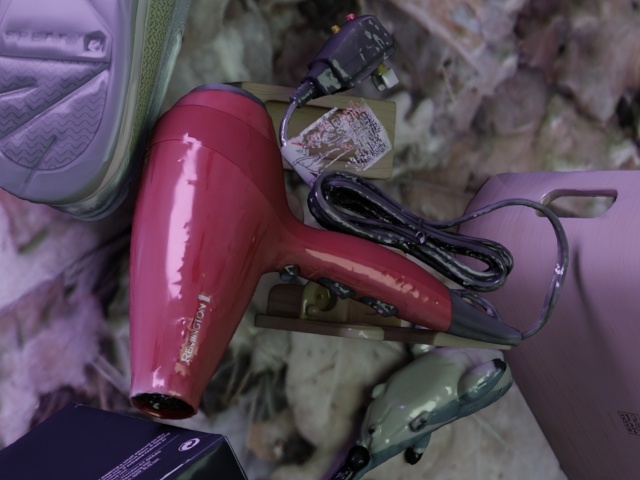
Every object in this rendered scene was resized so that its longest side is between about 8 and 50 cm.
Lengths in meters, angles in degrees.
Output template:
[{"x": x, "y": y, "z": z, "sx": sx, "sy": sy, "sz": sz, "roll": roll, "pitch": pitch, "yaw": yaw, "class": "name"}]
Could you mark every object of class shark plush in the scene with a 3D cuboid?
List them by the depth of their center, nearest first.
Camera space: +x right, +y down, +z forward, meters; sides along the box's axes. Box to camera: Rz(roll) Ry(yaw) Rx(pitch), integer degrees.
[{"x": 0.065, "y": 0.122, "z": 1.204, "sx": 0.161, "sy": 0.073, "sz": 0.067, "roll": -48, "pitch": 145, "yaw": -27, "class": "shark plush"}]

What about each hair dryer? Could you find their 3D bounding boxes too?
[{"x": 0.000, "y": 0.000, "z": 1.045, "sx": 0.293, "sy": 0.080, "sz": 0.223, "roll": -34, "pitch": 79, "yaw": -30, "class": "hair dryer"}]

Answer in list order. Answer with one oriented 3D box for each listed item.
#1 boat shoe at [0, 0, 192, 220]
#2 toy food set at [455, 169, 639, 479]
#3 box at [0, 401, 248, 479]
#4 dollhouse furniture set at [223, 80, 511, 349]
[{"x": -0.117, "y": -0.171, "z": 1.059, "sx": 0.118, "sy": 0.103, "sz": 0.320, "roll": 7, "pitch": 83, "yaw": 13, "class": "boat shoe"}, {"x": 0.232, "y": 0.091, "z": 1.208, "sx": 0.092, "sy": 0.220, "sz": 0.306, "roll": -39, "pitch": 110, "yaw": -25, "class": "toy food set"}, {"x": -0.080, "y": 0.231, "z": 1.038, "sx": 0.103, "sy": 0.184, "sz": 0.261, "roll": -33, "pitch": 108, "yaw": -25, "class": "box"}, {"x": 0.026, "y": -0.015, "z": 1.132, "sx": 0.144, "sy": 0.123, "sz": 0.151, "roll": 5, "pitch": 89, "yaw": -32, "class": "dollhouse furniture set"}]
